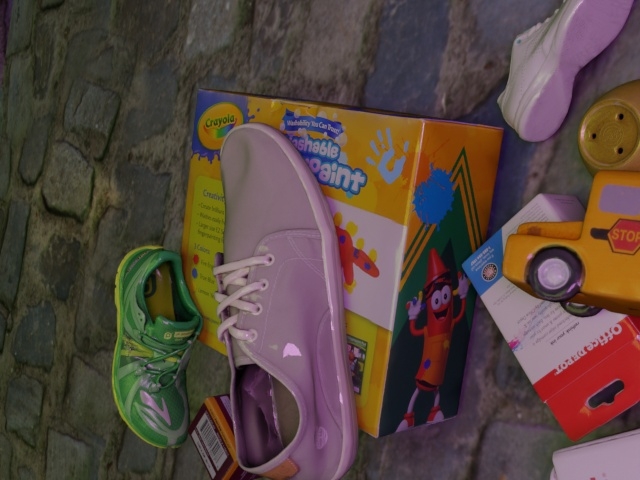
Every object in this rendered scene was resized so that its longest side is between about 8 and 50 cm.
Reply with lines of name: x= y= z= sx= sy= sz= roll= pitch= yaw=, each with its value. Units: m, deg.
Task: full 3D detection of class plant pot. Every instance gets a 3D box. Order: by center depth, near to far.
plant pot: x=0.311 y=-0.101 z=0.817 sx=0.134 sy=0.095 sz=0.134 roll=0 pitch=90 yaw=49

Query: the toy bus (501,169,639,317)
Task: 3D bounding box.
toy bus: x=0.337 y=0.016 z=0.714 sx=0.332 sy=0.108 sz=0.130 roll=9 pitch=81 yaw=34

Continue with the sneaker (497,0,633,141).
sneaker: x=0.256 y=-0.219 z=0.900 sx=0.212 sy=0.080 sz=0.094 roll=-63 pitch=37 yaw=28

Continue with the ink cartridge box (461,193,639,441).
ink cartridge box: x=0.269 y=0.079 z=0.875 sx=0.134 sy=0.078 sz=0.231 roll=-48 pitch=57 yaw=35

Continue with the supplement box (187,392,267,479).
supplement box: x=-0.080 y=0.275 z=1.181 sx=0.104 sy=0.188 sz=0.081 roll=56 pitch=130 yaw=32

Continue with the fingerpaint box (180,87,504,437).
fingerpaint box: x=0.000 y=0.000 z=1.112 sx=0.444 sy=0.163 sz=0.371 roll=16 pitch=103 yaw=46

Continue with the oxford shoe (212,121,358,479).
oxford shoe: x=-0.062 y=0.070 z=0.967 sx=0.169 sy=0.130 sz=0.450 roll=-22 pitch=74 yaw=48

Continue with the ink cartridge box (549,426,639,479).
ink cartridge box: x=0.420 y=0.257 z=0.643 sx=0.395 sy=0.166 sz=0.286 roll=-30 pitch=68 yaw=43

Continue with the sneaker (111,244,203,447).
sneaker: x=-0.233 y=0.151 z=1.173 sx=0.123 sy=0.109 sz=0.296 roll=-14 pitch=81 yaw=52
